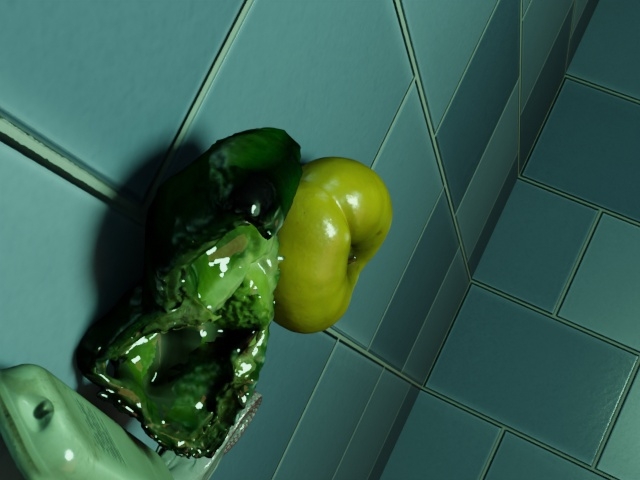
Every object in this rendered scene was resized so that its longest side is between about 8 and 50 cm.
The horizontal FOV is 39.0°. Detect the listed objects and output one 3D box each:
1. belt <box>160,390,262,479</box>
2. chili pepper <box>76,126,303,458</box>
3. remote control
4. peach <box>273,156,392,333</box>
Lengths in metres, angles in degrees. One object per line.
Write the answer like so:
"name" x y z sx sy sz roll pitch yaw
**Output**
"belt" -0.133 0.220 0.848 0.232 0.053 0.071 -54 168 -37
"chili pepper" -0.090 0.037 0.656 0.148 0.116 0.265 -63 169 -55
"remote control" -0.151 0.159 0.643 0.038 0.090 0.309 -32 157 -8
"peach" 0.000 0.000 0.868 0.179 0.103 0.179 -54 157 -36
